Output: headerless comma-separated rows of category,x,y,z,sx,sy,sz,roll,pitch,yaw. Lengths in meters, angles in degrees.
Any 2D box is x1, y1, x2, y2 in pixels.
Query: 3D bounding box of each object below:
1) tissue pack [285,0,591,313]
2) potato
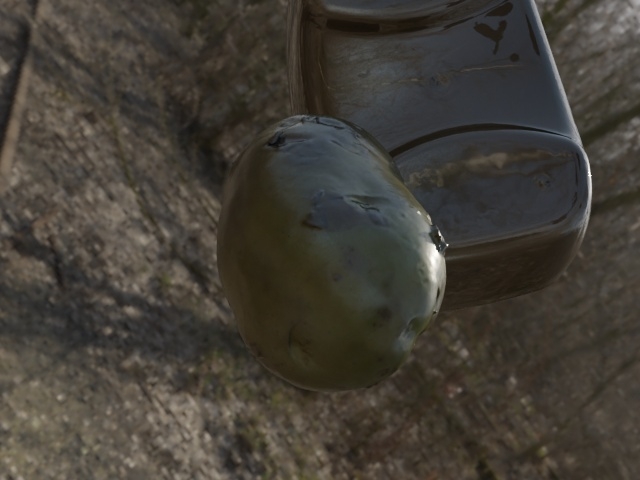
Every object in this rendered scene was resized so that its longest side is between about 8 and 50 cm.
tissue pack,0.109,-0.115,1.098,0.277,0.267,0.387,102,-25,-70
potato,0.000,0.000,0.800,0.165,0.165,0.262,50,11,-35
